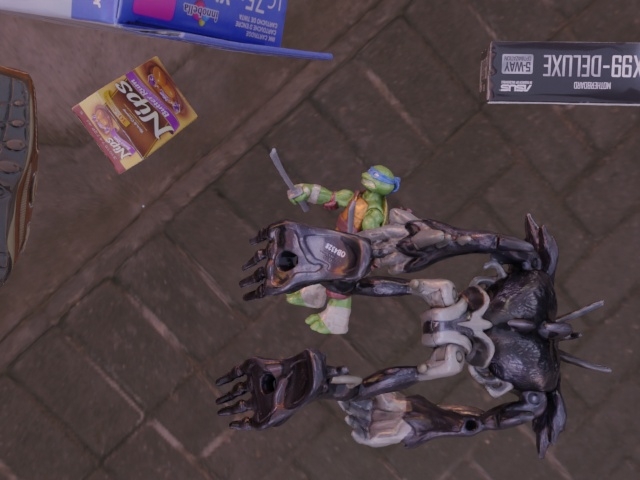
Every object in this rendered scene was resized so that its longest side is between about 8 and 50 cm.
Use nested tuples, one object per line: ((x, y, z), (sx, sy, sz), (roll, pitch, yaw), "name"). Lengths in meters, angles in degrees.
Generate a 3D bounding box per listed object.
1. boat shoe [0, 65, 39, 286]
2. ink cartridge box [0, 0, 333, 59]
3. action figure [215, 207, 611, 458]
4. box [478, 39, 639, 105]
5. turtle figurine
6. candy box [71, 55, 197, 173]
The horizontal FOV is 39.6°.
((-0.460, -0.089, 1.258), (0.122, 0.120, 0.324), (18, 111, -1), "boat shoe")
((-0.161, -0.186, 0.666), (0.311, 0.186, 0.065), (18, 103, 29), "ink cartridge box")
((0.065, 0.055, 0.564), (0.275, 0.141, 0.164), (10, 81, -41), "action figure")
((0.332, -0.213, 1.150), (0.242, 0.307, 0.077), (3, 100, 7), "box")
((0.000, 0.000, 1.390), (0.197, 0.274, 0.266), (26, 111, 23), "turtle figurine")
((-0.255, -0.179, 1.249), (0.053, 0.187, 0.109), (-26, 106, 28), "candy box")
